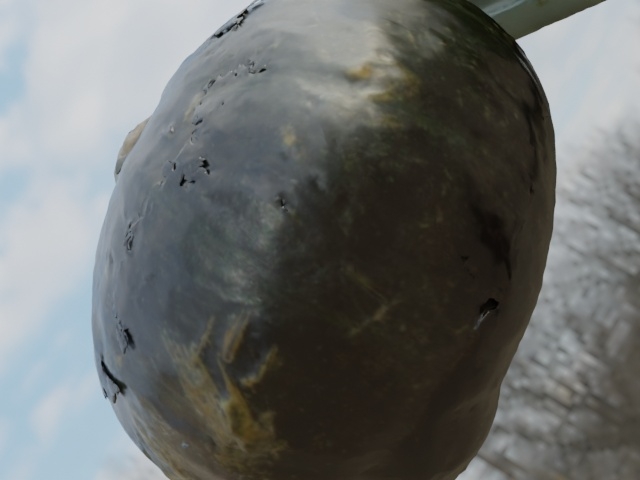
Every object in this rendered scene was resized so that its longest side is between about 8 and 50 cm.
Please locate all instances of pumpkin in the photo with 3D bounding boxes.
[{"bbox_3d":[0.000,0.000,1.489,0.454,0.344,0.454,-162,90,-86],"label":"pumpkin"}]

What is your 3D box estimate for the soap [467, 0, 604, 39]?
[{"bbox_3d":[0.164,-0.323,1.650,0.261,0.446,0.156,56,-161,-34],"label":"soap"}]
